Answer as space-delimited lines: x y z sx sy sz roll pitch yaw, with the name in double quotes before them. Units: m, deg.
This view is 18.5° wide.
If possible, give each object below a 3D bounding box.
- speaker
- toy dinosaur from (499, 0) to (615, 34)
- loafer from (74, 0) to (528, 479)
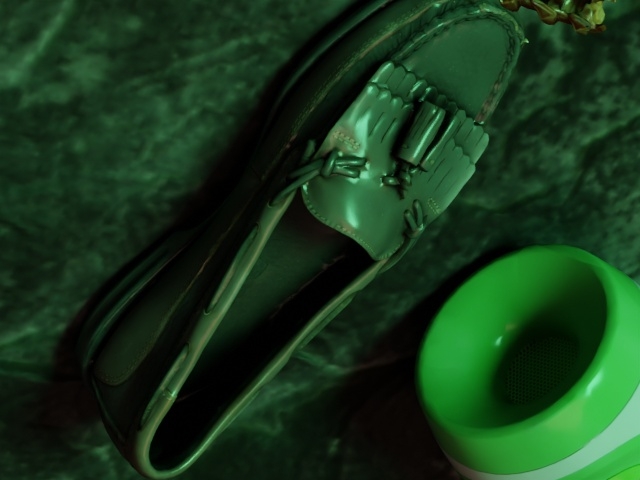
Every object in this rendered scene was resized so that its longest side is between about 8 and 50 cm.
"speaker" 0.168 0.128 0.991 0.131 0.131 0.296 -37 129 9
"toy dinosaur" -0.050 -0.168 0.626 0.322 0.218 0.164 8 88 -8
"loafer" 0.000 0.000 0.860 0.096 0.084 0.267 31 110 -35
